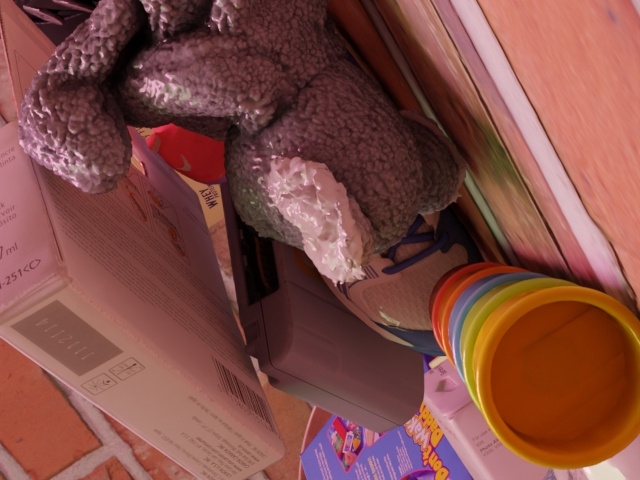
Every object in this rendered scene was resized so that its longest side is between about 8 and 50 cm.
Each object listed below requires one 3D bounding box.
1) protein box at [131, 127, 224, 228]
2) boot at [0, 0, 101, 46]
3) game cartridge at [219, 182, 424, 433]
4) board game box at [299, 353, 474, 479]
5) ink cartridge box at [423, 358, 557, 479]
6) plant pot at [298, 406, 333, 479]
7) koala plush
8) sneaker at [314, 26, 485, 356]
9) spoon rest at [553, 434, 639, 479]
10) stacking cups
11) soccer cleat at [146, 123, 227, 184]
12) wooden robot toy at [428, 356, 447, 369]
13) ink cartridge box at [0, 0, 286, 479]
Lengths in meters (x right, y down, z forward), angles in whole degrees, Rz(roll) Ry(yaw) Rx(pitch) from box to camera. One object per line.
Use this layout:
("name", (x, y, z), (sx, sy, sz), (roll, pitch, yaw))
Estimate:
("protein box", (-0.147, -0.148, 1.884), (0.199, 0.201, 0.136), (57, 177, -29))
("boot", (-0.166, -0.251, 1.389), (0.445, 0.367, 0.146), (-5, 79, 64))
("game cartridge", (0.000, 0.000, 1.237), (0.198, 0.062, 0.297), (25, -137, -44))
("board game box", (0.105, 0.286, 1.601), (0.078, 0.233, 0.347), (18, -147, -30))
("ink cartridge box", (0.184, 0.198, 1.341), (0.212, 0.093, 0.154), (54, 177, -9))
("plant pot", (0.132, 0.276, 1.831), (0.191, 0.284, 0.284), (17, -159, -32))
("koala plush", (-0.022, -0.075, 0.911), (0.221, 0.203, 0.196), (46, -149, 9))
("sneaker", (0.023, -0.042, 1.097), (0.296, 0.112, 0.131), (55, 177, 3))
("spoon rest", (0.217, 0.194, 1.067), (0.137, 0.084, 0.276), (52, 162, 43))
("stacking cups", (0.119, 0.065, 0.926), (0.096, 0.096, 0.316), (56, 179, -3))
("soccer cleat", (-0.097, -0.113, 1.165), (0.095, 0.083, 0.248), (12, -160, -35))
("wooden robot toy", (0.144, 0.103, 1.461), (0.173, 0.076, 0.079), (56, 142, 9))
("ink cartridge box", (-0.146, 0.007, 1.056), (0.296, 0.066, 0.261), (49, -165, -51))
